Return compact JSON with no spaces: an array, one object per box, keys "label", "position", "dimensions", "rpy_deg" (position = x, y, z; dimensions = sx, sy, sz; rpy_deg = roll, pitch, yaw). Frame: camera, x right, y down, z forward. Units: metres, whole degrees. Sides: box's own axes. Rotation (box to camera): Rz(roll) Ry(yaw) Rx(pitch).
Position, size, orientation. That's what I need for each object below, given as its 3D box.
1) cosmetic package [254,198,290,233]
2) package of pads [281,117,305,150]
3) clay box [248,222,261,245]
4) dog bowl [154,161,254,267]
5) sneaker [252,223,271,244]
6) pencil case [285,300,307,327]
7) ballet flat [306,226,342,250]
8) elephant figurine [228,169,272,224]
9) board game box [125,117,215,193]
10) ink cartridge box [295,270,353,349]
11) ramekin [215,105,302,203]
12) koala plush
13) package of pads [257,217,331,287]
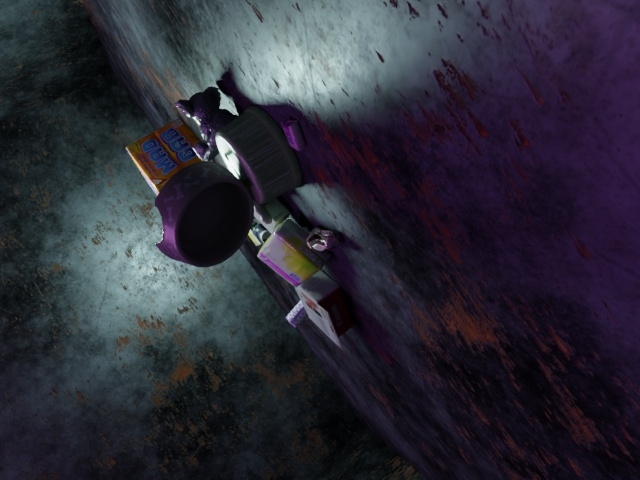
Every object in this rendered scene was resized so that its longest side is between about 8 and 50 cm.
[{"label":"cosmetic package","position":[-0.236,-0.146,1.702],"dimensions":[0.231,0.085,0.117],"rpy_deg":[47,153,10]},{"label":"package of pads","position":[-0.073,-0.290,1.150],"dimensions":[0.050,0.032,0.083],"rpy_deg":[34,155,44]},{"label":"clay box","position":[-0.392,-0.035,2.527],"dimensions":[0.127,0.053,0.222],"rpy_deg":[56,165,-7]},{"label":"dog bowl","position":[-0.358,-0.070,1.343],"dimensions":[0.102,0.349,0.348],"rpy_deg":[28,151,33]},{"label":"sneaker","position":[-0.276,0.005,2.223],"dimensions":[0.163,0.086,0.226],"rpy_deg":[38,159,49]},{"label":"pencil case","position":[-0.095,0.371,2.257],"dimensions":[0.086,0.206,0.088],"rpy_deg":[43,162,-7]},{"label":"ballet flat","position":[0.000,0.000,1.445],"dimensions":[0.076,0.079,0.221],"rpy_deg":[58,164,-17]},{"label":"elephant figurine","position":[-0.244,-0.214,1.599],"dimensions":[0.240,0.186,0.169],"rpy_deg":[30,-155,-13]},{"label":"board game box","position":[-0.839,-0.416,2.474],"dimensions":[0.356,0.356,0.356],"rpy_deg":[48,162,22]},{"label":"ink cartridge box","position":[0.032,0.297,1.865],"dimensions":[0.272,0.130,0.309],"rpy_deg":[38,157,41]},{"label":"ramekin","position":[-0.208,-0.266,1.369],"dimensions":[0.303,0.148,0.303],"rpy_deg":[48,163,20]},{"label":"koala plush","position":[-0.389,-0.438,1.498],"dimensions":[0.221,0.196,0.203],"rpy_deg":[56,152,-3]},{"label":"package of pads","position":[-0.114,0.053,1.667],"dimensions":[0.229,0.101,0.296],"rpy_deg":[41,149,-5]}]
